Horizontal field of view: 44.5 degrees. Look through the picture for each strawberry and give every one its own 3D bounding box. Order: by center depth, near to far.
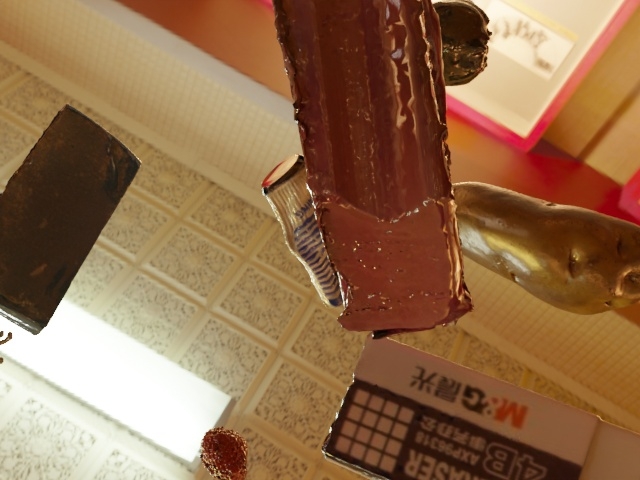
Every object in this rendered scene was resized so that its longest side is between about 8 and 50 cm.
[{"bbox_3d":[-0.154,0.355,1.285,0.083,0.083,0.096,-11,-143,-33],"label":"strawberry"}]

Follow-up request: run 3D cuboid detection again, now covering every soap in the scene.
[{"bbox_3d":[0.044,-0.067,0.586,0.112,0.289,0.182,-7,-170,12],"label":"soap"}]

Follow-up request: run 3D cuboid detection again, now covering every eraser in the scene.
[{"bbox_3d":[0.157,0.194,0.705,0.287,0.086,0.130,17,-104,20],"label":"eraser"},{"bbox_3d":[-0.368,-0.038,1.073,0.144,0.042,0.312,40,-129,-25],"label":"eraser"}]

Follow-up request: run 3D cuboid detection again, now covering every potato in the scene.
[{"bbox_3d":[0.335,0.006,1.232,0.369,0.177,0.195,22,-153,28],"label":"potato"}]

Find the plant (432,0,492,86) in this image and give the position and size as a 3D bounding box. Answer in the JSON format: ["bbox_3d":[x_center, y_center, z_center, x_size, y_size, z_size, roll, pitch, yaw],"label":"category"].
[{"bbox_3d":[0.114,-0.278,1.110,0.255,0.165,0.142,3,-146,17],"label":"plant"}]

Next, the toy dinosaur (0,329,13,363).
[{"bbox_3d":[-0.569,0.189,1.297,0.082,0.209,0.039,-9,-121,-37],"label":"toy dinosaur"}]

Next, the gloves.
[{"bbox_3d":[0.003,-0.003,0.996,0.097,0.229,0.119,-1,-140,31],"label":"gloves"}]
